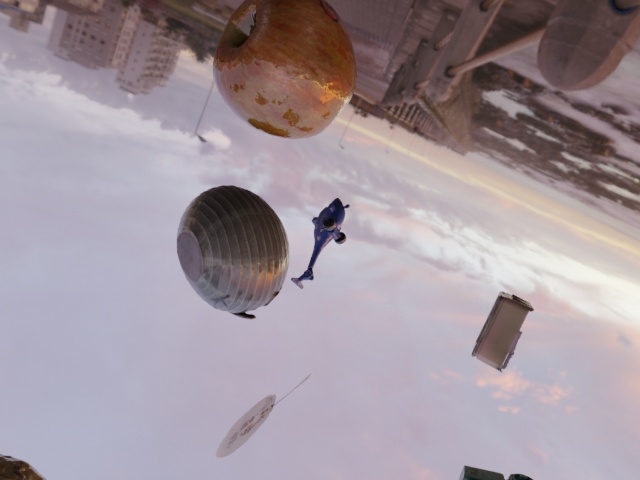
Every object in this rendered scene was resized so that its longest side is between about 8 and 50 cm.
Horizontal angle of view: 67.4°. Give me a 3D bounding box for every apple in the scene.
[{"bbox_3d":[-0.051,-0.259,0.714,0.188,0.211,0.211,22,-165,-39],"label":"apple"}]

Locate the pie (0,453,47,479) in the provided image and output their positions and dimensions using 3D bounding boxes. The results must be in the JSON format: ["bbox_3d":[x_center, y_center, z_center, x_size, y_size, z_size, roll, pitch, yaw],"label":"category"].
[{"bbox_3d":[-0.393,0.355,0.482,0.274,0.274,0.055,24,160,-9],"label":"pie"}]

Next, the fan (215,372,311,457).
[{"bbox_3d":[-0.163,0.517,1.464,0.012,0.233,0.415,38,-144,22],"label":"fan"}]

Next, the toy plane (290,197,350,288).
[{"bbox_3d":[0.000,0.000,0.785,0.062,0.167,0.054,7,153,33],"label":"toy plane"}]

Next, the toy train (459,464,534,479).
[{"bbox_3d":[0.093,0.144,0.244,0.045,0.029,0.092,5,180,17],"label":"toy train"}]

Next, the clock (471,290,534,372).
[{"bbox_3d":[0.393,0.188,1.034,0.071,0.147,0.192,26,-173,20],"label":"clock"}]

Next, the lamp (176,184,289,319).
[{"bbox_3d":[-0.169,0.020,0.976,0.233,0.233,0.265,2,-124,-55],"label":"lamp"}]
